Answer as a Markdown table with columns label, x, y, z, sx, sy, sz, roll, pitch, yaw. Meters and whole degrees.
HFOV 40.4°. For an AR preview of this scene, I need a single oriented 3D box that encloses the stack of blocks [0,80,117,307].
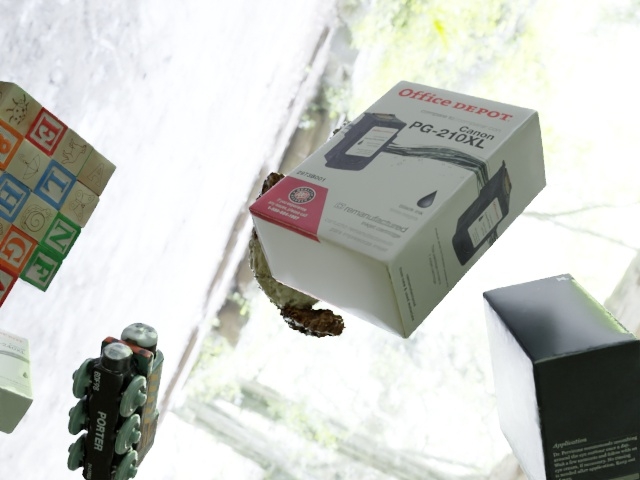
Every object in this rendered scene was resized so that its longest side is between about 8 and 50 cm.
| label | x | y | z | sx | sy | sz | roll | pitch | yaw |
| --- | --- | --- | --- | --- | --- | --- | --- | --- | --- |
| stack of blocks | -0.373 | -0.007 | 0.953 | 0.171 | 0.087 | 0.297 | 46 | 64 | -50 |

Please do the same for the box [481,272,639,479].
| label | x | y | z | sx | sy | sz | roll | pitch | yaw |
| --- | --- | --- | --- | --- | --- | --- | --- | --- | --- |
| box | 0.215 | 0.134 | 0.776 | 0.156 | 0.093 | 0.158 | -107 | -174 | -71 |

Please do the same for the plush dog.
| label | x | y | z | sx | sy | sz | roll | pitch | yaw |
| --- | --- | --- | --- | --- | --- | --- | --- | --- | --- |
| plush dog | 0.000 | 0.000 | 1.139 | 0.225 | 0.262 | 0.210 | -29 | -170 | -39 |

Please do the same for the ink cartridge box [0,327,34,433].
| label | x | y | z | sx | sy | sz | roll | pitch | yaw |
| --- | --- | --- | --- | --- | --- | --- | --- | --- | --- |
| ink cartridge box | -0.442 | 0.170 | 1.139 | 0.063 | 0.109 | 0.150 | -54 | -148 | 11 |

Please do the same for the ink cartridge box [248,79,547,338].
| label | x | y | z | sx | sy | sz | roll | pitch | yaw |
| --- | --- | --- | --- | --- | --- | --- | --- | --- | --- |
| ink cartridge box | 0.079 | -0.042 | 0.829 | 0.237 | 0.172 | 0.100 | -43 | 135 | -28 |

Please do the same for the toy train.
| label | x | y | z | sx | sy | sz | roll | pitch | yaw |
| --- | --- | --- | --- | --- | --- | --- | --- | --- | --- |
| toy train | -0.373 | 0.310 | 1.617 | 0.190 | 0.142 | 0.334 | -55 | 160 | -60 |
